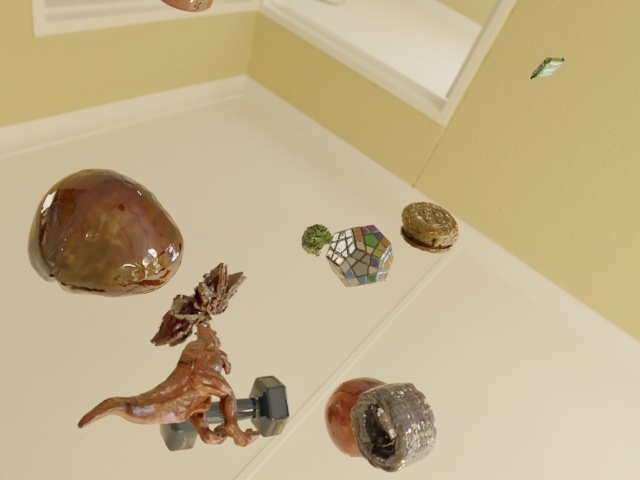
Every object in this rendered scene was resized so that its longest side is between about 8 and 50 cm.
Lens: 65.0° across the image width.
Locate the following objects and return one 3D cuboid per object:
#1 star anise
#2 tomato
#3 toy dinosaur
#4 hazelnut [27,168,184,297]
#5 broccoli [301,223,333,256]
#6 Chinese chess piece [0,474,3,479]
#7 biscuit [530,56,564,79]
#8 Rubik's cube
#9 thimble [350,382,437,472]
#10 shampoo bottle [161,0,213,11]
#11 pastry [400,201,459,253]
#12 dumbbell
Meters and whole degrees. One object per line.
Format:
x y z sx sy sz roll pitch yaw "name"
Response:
-0.294 0.160 1.229 0.088 0.288 0.288 40 -138 15 "star anise"
0.113 0.440 1.268 0.208 0.208 0.185 3 -95 -24 "tomato"
-0.193 0.254 0.805 0.208 0.097 0.432 56 -175 -5 "toy dinosaur"
-0.356 -0.001 0.837 0.251 0.217 0.217 23 -141 3 "hazelnut"
0.000 0.000 1.202 0.092 0.097 0.095 15 -117 16 "broccoli"
-0.739 0.516 0.873 0.338 0.338 0.140 1 -173 -26 "Chinese chess piece"
0.413 -0.314 0.912 0.089 0.046 0.016 -20 -113 -44 "biscuit"
0.064 0.026 0.807 0.111 0.111 0.093 20 -159 -6 "Rubik's cube"
0.134 0.340 0.922 0.097 0.150 0.150 -5 -132 -37 "thimble"
-0.119 -0.363 0.520 0.085 0.244 0.085 16 -129 -21 "shampoo bottle"
0.183 -0.021 0.847 0.109 0.057 0.097 -4 -141 -22 "pastry"
-0.241 0.434 1.278 0.316 0.156 0.144 3 -144 -30 "dumbbell"
